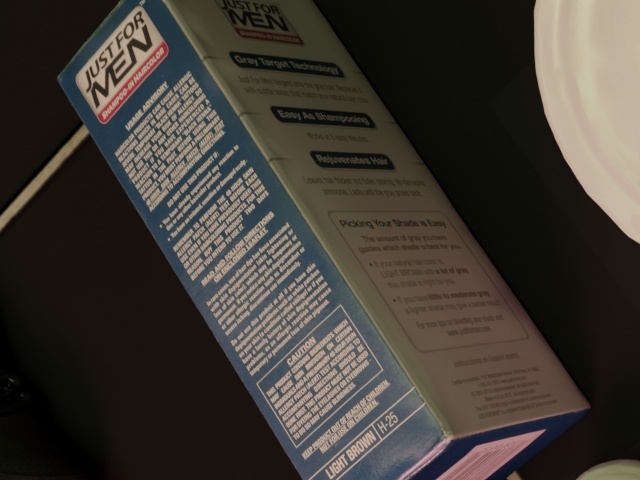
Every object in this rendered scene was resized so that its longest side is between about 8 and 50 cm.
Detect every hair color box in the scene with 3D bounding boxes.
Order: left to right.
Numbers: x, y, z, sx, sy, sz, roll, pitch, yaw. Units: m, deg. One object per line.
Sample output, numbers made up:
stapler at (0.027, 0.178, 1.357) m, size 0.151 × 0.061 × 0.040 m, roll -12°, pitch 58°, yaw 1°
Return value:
hair color box at (0.000, 0.000, 1.062) m, size 0.105 × 0.174 × 0.347 m, roll -44°, pitch 67°, yaw 28°

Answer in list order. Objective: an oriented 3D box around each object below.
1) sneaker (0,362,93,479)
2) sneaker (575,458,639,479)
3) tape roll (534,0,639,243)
sneaker at (-0.293, 0.105, 1.292) m, size 0.341 × 0.125 × 0.139 m, roll 30°, pitch 102°, yaw 28°
sneaker at (0.210, 0.256, 0.942) m, size 0.106 × 0.123 × 0.290 m, roll -27°, pitch 74°, yaw 17°
tape roll at (0.263, -0.117, 0.928) m, size 0.286 × 0.100 × 0.286 m, roll 0°, pitch 90°, yaw 35°
